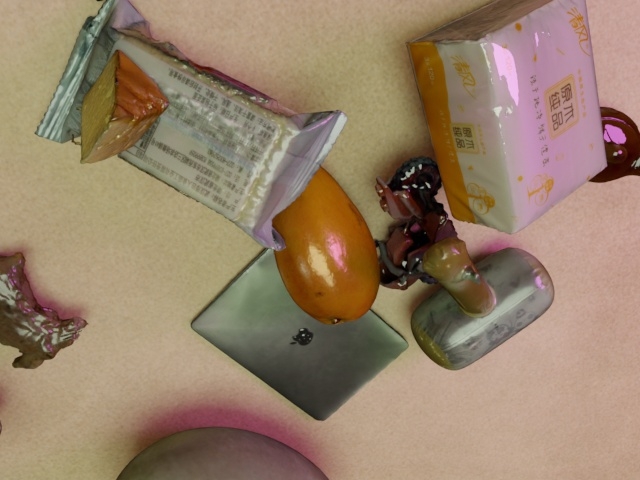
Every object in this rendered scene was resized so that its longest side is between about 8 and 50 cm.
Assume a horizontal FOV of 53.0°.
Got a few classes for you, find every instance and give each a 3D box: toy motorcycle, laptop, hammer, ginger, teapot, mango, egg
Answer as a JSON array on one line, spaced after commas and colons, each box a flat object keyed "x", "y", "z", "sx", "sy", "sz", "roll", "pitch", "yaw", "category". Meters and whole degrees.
[{"x": 0.116, "y": -0.008, "z": 0.833, "sx": 0.118, "sy": 0.084, "sz": 0.212, "roll": -24, "pitch": 131, "yaw": -3, "category": "toy motorcycle"}, {"x": -0.025, "y": 0.135, "z": 0.912, "sx": 0.187, "sy": 0.015, "sz": 0.269, "roll": -44, "pitch": 114, "yaw": 10, "category": "laptop"}, {"x": 0.188, "y": 0.060, "z": 0.804, "sx": 0.202, "sy": 0.113, "sz": 0.305, "roll": -38, "pitch": 150, "yaw": 4, "category": "hammer"}, {"x": -0.419, "y": 0.044, "z": 0.761, "sx": 0.122, "sy": 0.084, "sz": 0.290, "roll": -36, "pitch": 114, "yaw": 13, "category": "ginger"}, {"x": 0.376, "y": -0.120, "z": 0.841, "sx": 0.129, "sy": 0.078, "sz": 0.098, "roll": 19, "pitch": 109, "yaw": -18, "category": "teapot"}, {"x": 0.000, "y": 0.000, "z": 0.798, "sx": 0.112, "sy": 0.145, "sz": 0.219, "roll": -16, "pitch": 102, "yaw": 34, "category": "mango"}, {"x": -0.118, "y": 0.394, "z": 0.878, "sx": 0.352, "sy": 0.258, "sz": 0.258, "roll": 33, "pitch": 104, "yaw": -19, "category": "egg"}]

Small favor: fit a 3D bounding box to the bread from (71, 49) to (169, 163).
[{"x": -0.215, "y": -0.127, "z": 0.624, "sx": 0.080, "sy": 0.109, "sz": 0.084, "roll": 44, "pitch": 112, "yaw": -5, "category": "bread"}]

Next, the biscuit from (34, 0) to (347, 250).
[{"x": -0.144, "y": -0.131, "z": 0.704, "sx": 0.309, "sy": 0.079, "sz": 0.186, "roll": 28, "pitch": 103, "yaw": 5, "category": "biscuit"}]

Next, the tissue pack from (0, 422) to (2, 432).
[{"x": -0.599, "y": 0.314, "z": 0.745, "sx": 0.277, "sy": 0.267, "sz": 0.387, "roll": 39, "pitch": 102, "yaw": -20, "category": "tissue pack"}]

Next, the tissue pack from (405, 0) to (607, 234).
[{"x": 0.222, "y": -0.153, "z": 0.743, "sx": 0.185, "sy": 0.124, "sz": 0.225, "roll": -33, "pitch": 119, "yaw": -27, "category": "tissue pack"}]
